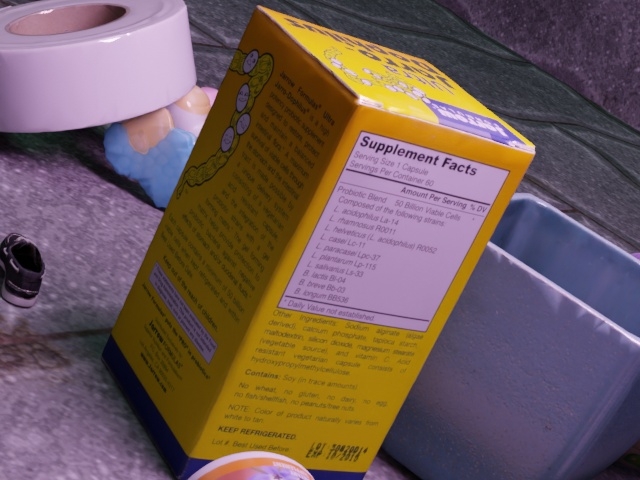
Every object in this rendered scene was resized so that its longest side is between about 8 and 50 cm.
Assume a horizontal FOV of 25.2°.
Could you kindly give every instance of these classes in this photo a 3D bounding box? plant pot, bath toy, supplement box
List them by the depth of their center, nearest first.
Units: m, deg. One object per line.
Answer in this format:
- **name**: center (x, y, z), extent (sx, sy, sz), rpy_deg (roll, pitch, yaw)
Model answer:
- **supplement box**: center (-0.012, 0.014, 1.232), extent (0.194, 0.357, 0.195), rpy_deg (12, 23, -37)
- **plant pot**: center (0.191, 0.125, 1.363), extent (0.247, 0.252, 0.248), rpy_deg (35, 20, 25)
- **bath toy**: center (-0.145, -0.129, 1.834), extent (0.129, 0.151, 0.348), rpy_deg (-2, 8, 20)

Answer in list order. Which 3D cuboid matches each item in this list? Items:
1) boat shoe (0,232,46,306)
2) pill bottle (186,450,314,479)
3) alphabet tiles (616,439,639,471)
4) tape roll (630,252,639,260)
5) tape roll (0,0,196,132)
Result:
- **boat shoe**: center (-0.284, 0.019, 1.367), extent (0.046, 0.038, 0.125), rpy_deg (20, 19, -18)
- **pill bottle**: center (-0.025, 0.247, 0.952), extent (0.121, 0.121, 0.216), rpy_deg (16, 21, -27)
- **alphabet tiles**: center (0.349, 0.177, 1.518), extent (0.198, 0.237, 0.009), rpy_deg (24, 54, -4)
- **tape roll**: center (0.399, 0.115, 1.766), extent (0.080, 0.189, 0.189), rpy_deg (20, 19, -18)
- **tape roll**: center (-0.294, -0.218, 1.707), extent (0.286, 0.100, 0.286), rpy_deg (-6, 22, 3)
